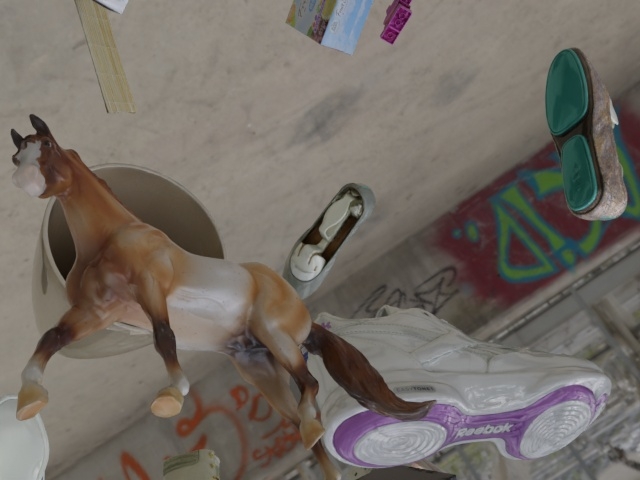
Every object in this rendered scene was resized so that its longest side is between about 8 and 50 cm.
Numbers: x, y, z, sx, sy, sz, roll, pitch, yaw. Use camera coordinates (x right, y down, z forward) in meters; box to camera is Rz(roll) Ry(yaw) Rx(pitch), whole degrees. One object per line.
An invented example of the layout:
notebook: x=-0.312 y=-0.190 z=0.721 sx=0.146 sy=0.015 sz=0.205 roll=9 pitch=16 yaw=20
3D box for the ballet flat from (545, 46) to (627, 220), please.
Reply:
ballet flat: x=0.445 y=-0.172 z=1.177 sx=0.106 sy=0.315 sz=0.108 roll=12 pitch=157 yaw=-25

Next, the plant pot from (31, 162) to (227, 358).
plant pot: x=-0.314 y=0.069 z=1.039 sx=0.257 sy=0.256 sz=0.274 roll=-14 pitch=161 yaw=-44

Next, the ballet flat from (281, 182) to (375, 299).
ballet flat: x=0.000 y=0.000 z=1.060 sx=0.213 sy=0.072 sz=0.068 roll=-53 pitch=162 yaw=9

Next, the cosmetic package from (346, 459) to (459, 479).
cosmetic package: x=0.220 y=0.561 z=1.587 sx=0.296 sy=0.153 sz=0.129 roll=39 pitch=83 yaw=-34

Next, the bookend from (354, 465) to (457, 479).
bookend: x=0.084 y=0.369 z=0.952 sx=0.157 sy=0.072 sz=0.156 roll=-14 pitch=180 yaw=-36

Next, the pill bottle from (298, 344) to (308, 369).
pill bottle: x=-0.004 y=0.284 z=1.601 sx=0.067 sy=0.120 sz=0.067 roll=-13 pitch=142 yaw=-11

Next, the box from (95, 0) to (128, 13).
box: x=-0.447 y=-0.562 z=1.457 sx=0.126 sy=0.072 sz=0.137 roll=21 pitch=98 yaw=-52

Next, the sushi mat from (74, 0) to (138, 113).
sushi mat: x=-0.494 y=-0.443 z=1.611 sx=0.019 sy=0.316 sz=0.151 roll=-12 pitch=-170 yaw=12

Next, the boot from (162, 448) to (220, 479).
boot: x=-0.173 y=0.438 z=1.214 sx=0.214 sy=0.165 sz=0.077 roll=1 pitch=121 yaw=-5

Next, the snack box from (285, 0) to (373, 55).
snack box: x=0.023 y=-0.432 z=1.226 sx=0.070 sy=0.207 sz=0.174 roll=13 pitch=110 yaw=-25

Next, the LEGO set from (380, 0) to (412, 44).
LEGO set: x=0.111 y=-0.375 z=0.879 sx=0.227 sy=0.087 sz=0.093 roll=-56 pitch=-164 yaw=30

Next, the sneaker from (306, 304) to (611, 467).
sneaker: x=0.128 y=0.111 z=0.623 sx=0.305 sy=0.152 sz=0.114 roll=8 pitch=125 yaw=-28

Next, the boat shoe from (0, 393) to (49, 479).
boat shoe: x=-0.539 y=0.424 z=1.239 sx=0.116 sy=0.319 sz=0.099 roll=-8 pitch=-178 yaw=-36

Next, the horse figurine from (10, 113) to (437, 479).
horse figurine: x=-0.060 y=0.048 z=0.399 sx=0.263 sy=0.174 sz=0.066 roll=26 pitch=114 yaw=-31
